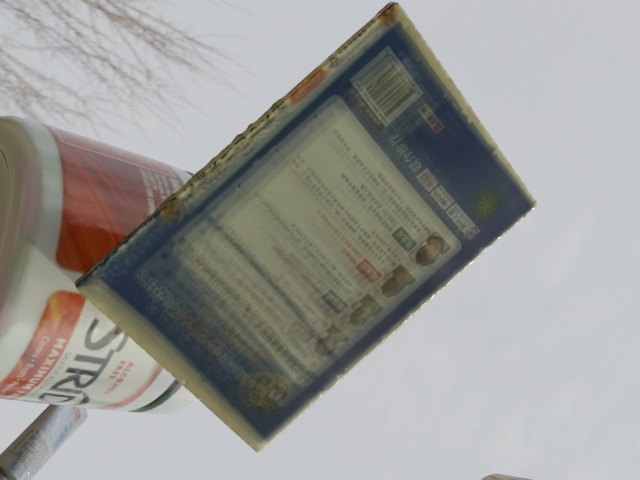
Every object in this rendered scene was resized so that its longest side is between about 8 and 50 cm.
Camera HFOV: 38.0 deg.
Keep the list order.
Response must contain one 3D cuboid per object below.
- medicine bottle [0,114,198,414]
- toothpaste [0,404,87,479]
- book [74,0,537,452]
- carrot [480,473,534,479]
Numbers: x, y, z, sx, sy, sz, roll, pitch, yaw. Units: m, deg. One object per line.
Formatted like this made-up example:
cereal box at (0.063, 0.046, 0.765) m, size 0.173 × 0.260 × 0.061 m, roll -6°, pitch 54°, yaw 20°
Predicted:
medicine bottle at (-0.229, 0.030, 0.884) m, size 0.253 × 0.241 × 0.252 m, roll -19°, pitch -116°, yaw 45°
toothpaste at (-0.417, 0.303, 1.367) m, size 0.057 × 0.234 × 0.089 m, roll 14°, pitch -54°, yaw 22°
book at (0.000, 0.000, 0.742) m, size 0.322 × 0.228 × 0.018 m, roll -41°, pitch -152°, yaw -1°
carrot at (0.177, 0.407, 1.017) m, size 0.114 × 0.114 × 0.301 m, roll 21°, pitch -79°, yaw 42°
